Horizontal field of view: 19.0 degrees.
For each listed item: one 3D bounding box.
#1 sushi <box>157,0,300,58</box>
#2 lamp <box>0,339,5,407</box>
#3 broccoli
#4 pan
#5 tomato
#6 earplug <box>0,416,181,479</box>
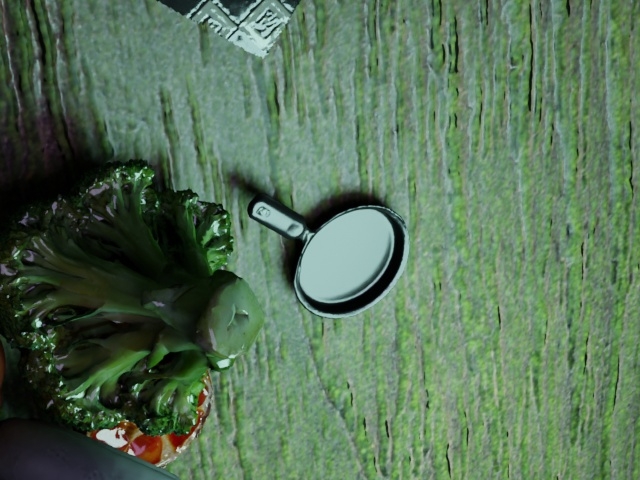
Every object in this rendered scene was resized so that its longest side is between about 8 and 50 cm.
[{"bbox_3d":[-0.108,-0.292,1.646,0.279,0.043,0.193,22,108,-41],"label":"sushi"},{"bbox_3d":[-0.369,0.124,1.691,0.187,0.164,0.188,-14,124,-22],"label":"lamp"},{"bbox_3d":[-0.164,0.053,1.708,0.269,0.269,0.254,6,90,-35],"label":"broccoli"},{"bbox_3d":[0.000,0.000,1.932,0.136,0.028,0.235,-50,136,7],"label":"pan"},{"bbox_3d":[-0.184,0.162,1.901,0.155,0.069,0.156,-24,138,-24],"label":"tomato"},{"bbox_3d":[-0.253,0.264,1.787,0.214,0.175,0.325,29,138,-31],"label":"earplug"}]
